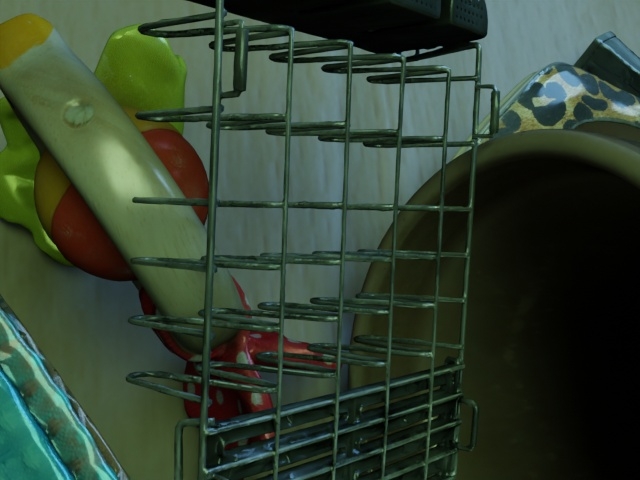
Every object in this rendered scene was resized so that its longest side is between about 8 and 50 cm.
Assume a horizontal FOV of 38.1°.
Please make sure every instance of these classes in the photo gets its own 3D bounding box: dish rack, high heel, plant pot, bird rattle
[{"bbox_3d":[0.000,0.000,0.391,0.208,0.074,0.272,-1,94,-52],"label":"dish rack"},{"bbox_3d":[0.199,-0.032,0.610,0.186,0.093,0.261,45,54,13],"label":"high heel"},{"bbox_3d":[0.179,0.084,0.495,0.229,0.263,0.263,4,65,-36],"label":"plant pot"},{"bbox_3d":[-0.094,0.001,0.463,0.143,0.207,0.254,-28,67,-6],"label":"bird rattle"}]

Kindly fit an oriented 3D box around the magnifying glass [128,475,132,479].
[{"bbox_3d":[-0.190,0.117,0.472,0.231,0.026,0.092,32,62,-1],"label":"magnifying glass"}]

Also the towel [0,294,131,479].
[{"bbox_3d":[-0.251,0.051,0.302,0.271,0.040,0.370,-36,81,-9],"label":"towel"}]
